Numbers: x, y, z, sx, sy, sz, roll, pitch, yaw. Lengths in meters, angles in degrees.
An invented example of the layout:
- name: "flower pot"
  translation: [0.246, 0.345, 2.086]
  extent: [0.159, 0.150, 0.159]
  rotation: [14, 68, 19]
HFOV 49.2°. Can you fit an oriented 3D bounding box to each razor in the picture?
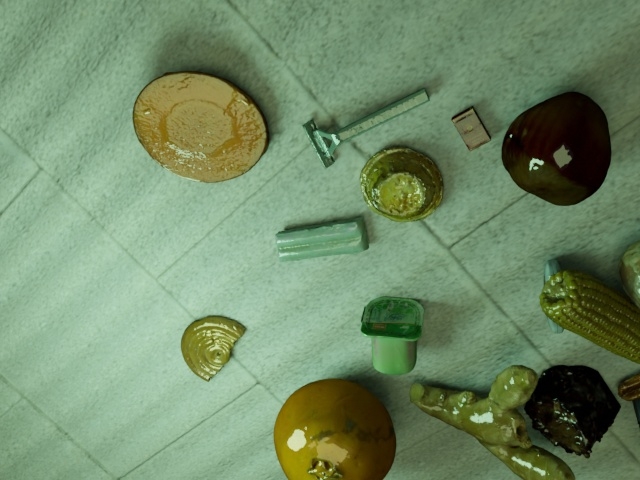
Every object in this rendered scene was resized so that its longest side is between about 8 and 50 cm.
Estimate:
- name: "razor"
  translation: [0.102, -0.254, 1.500]
  extent: [0.277, 0.056, 0.111]
  rotation: [-22, 108, 23]

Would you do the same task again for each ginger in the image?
- name: "ginger"
  translation: [0.424, 0.460, 1.718]
  extent: [0.348, 0.122, 0.363]
  rotation: [-9, 120, 47]

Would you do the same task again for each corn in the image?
- name: "corn"
  translation: [0.624, 0.172, 1.517]
  extent: [0.344, 0.131, 0.131]
  rotation: [28, 121, -23]

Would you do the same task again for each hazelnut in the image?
- name: "hazelnut"
  translation: [0.470, -0.185, 1.365]
  extent: [0.229, 0.229, 0.230]
  rotation: [6, 117, 11]

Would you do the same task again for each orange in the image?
- name: "orange"
  translation: [0.037, 0.497, 1.760]
  extent: [0.311, 0.312, 0.312]
  rotation: [6, 117, 11]

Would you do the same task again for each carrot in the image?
- name: "carrot"
  translation: [-0.264, -0.255, 1.577]
  extent: [0.307, 0.100, 0.259]
  rotation: [14, 117, -2]

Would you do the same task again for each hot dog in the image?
- name: "hot dog"
  translation: [0.768, 0.336, 1.646]
  extent: [0.144, 0.038, 0.062]
  rotation: [-33, 93, 28]

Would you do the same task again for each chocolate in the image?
- name: "chocolate"
  translation: [0.596, 0.435, 1.661]
  extent: [0.206, 0.177, 0.224]
  rotation: [-30, 105, 25]

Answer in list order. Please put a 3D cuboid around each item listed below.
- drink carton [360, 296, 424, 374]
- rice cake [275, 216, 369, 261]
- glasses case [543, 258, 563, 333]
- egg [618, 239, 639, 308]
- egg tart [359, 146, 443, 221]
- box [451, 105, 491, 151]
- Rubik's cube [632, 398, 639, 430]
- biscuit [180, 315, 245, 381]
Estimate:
- name: "drink carton"
  translation: [0.177, 0.235, 1.691]
  extent: [0.145, 0.144, 0.143]
  rotation: [2, 126, 13]
- name: "rice cake"
  translation: [0.000, 0.000, 1.661]
  extent: [0.226, 0.040, 0.085]
  rotation: [-8, 114, 17]
- name: "glasses case"
  translation: [0.530, 0.128, 1.582]
  extent: [0.045, 0.067, 0.179]
  rotation: [-5, 115, 16]
- name: "egg"
  translation: [0.741, 0.075, 1.435]
  extent: [0.245, 0.203, 0.204]
  rotation: [16, 119, 13]
- name: "egg tart"
  translation: [0.178, -0.115, 1.545]
  extent: [0.191, 0.074, 0.191]
  rotation: [4, 116, 9]
- name: "box"
  translation: [0.318, -0.236, 1.476]
  extent: [0.051, 0.023, 0.082]
  rotation: [-28, 107, 23]
- name: "Rubik's cube"
  translation: [0.864, 0.454, 1.590]
  extent: [0.205, 0.205, 0.207]
  rotation: [-31, 104, 25]
- name: "biscuit"
  translation: [-0.304, 0.281, 1.881]
  extent: [0.144, 0.033, 0.224]
  rotation: [36, 118, -6]
